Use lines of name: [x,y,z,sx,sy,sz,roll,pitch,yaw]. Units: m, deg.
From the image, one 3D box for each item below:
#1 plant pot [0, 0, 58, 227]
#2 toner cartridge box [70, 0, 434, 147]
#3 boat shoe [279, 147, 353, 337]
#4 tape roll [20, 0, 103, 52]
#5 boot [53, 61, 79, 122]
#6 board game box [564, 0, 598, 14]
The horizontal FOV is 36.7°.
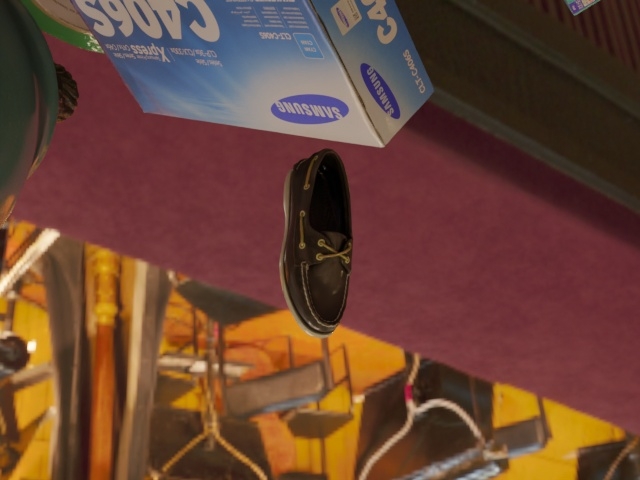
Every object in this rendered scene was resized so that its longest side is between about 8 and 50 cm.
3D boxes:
plant pot: [-0.286,-0.081,0.565,0.272,0.255,0.271,2,105,7]
toner cartridge box: [-0.078,-0.182,0.834,0.348,0.075,0.165,14,145,47]
boat shoe: [0.000,0.000,1.142,0.081,0.227,0.069,9,154,-30]
tape roll: [-0.324,-0.405,1.437,0.321,0.077,0.321,4,152,2]
boot: [-0.554,-0.285,1.486,0.348,0.131,0.260,32,-176,-6]
board game box: [0.217,-0.354,0.989,0.047,0.160,0.210,-30,140,15]
